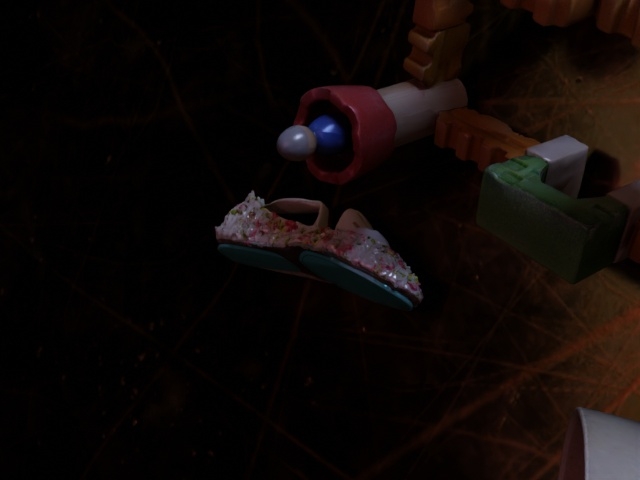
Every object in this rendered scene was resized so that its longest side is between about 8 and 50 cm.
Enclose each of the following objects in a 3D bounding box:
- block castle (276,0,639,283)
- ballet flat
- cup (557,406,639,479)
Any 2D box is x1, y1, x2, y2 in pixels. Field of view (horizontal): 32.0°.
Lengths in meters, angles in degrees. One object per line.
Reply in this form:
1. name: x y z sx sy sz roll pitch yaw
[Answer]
1. block castle: 0.171 -0.101 0.796 0.453 0.213 0.303 37 134 36
2. ballet flat: 0.000 0.000 1.066 0.241 0.091 0.077 15 71 33
3. cup: 0.268 0.286 0.719 0.237 0.331 0.331 5 87 9
